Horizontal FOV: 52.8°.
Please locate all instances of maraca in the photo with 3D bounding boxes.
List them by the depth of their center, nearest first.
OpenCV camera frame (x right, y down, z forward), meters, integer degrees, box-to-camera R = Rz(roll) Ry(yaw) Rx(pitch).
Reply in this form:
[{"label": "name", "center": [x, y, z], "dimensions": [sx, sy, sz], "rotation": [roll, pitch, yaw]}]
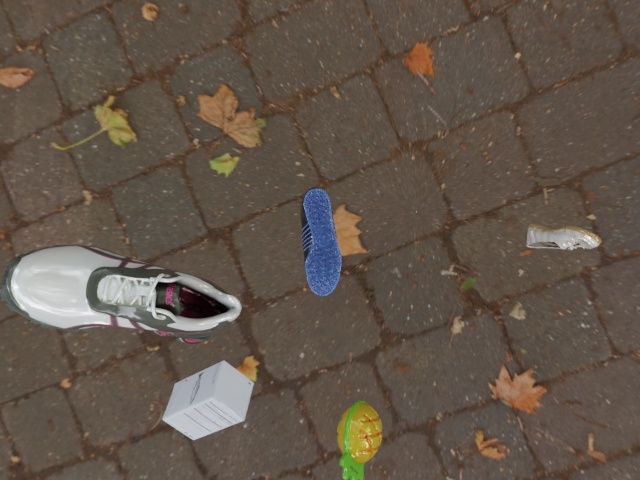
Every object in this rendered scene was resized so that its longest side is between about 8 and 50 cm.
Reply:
[{"label": "maraca", "center": [0.085, 0.454, 1.455], "dimensions": [0.099, 0.127, 0.185], "rotation": [-9, 50, 34]}]

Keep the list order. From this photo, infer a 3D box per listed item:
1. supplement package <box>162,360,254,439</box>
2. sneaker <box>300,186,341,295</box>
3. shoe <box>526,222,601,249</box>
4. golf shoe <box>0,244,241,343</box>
[{"label": "supplement package", "center": [-0.258, 0.370, 1.487], "dimensions": [0.179, 0.105, 0.105], "rotation": [-29, 120, 31]}, {"label": "sneaker", "center": [0.000, 0.000, 1.401], "dimensions": [0.081, 0.090, 0.232], "rotation": [-3, 95, -2]}, {"label": "shoe", "center": [0.594, 0.001, 1.592], "dimensions": [0.077, 0.219, 0.058], "rotation": [30, 83, -25]}, {"label": "golf shoe", "center": [-0.225, 0.058, 0.765], "dimensions": [0.273, 0.120, 0.105], "rotation": [13, 72, -33]}]
